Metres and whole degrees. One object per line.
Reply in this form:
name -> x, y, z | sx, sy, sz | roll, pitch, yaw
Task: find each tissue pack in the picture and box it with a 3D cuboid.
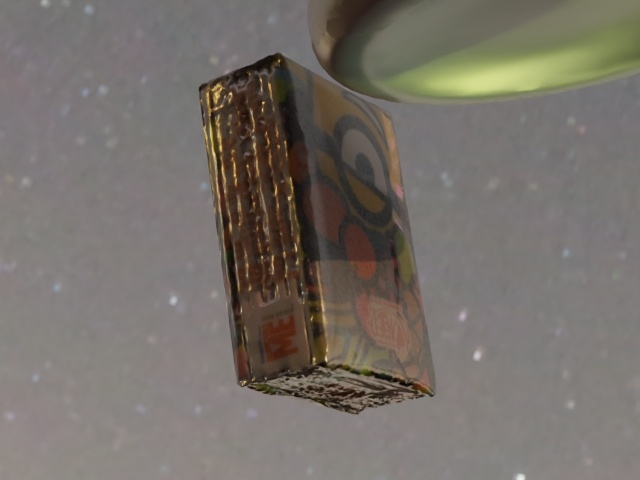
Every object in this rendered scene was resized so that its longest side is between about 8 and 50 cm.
tissue pack -> 0.000, 0.000, 0.833 | 0.060, 0.148, 0.108 | -19, -21, 28

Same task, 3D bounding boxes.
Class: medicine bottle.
medicine bottle -> 0.067, -0.231, 0.708 | 0.202, 0.316, 0.202 | -10, -14, -3
